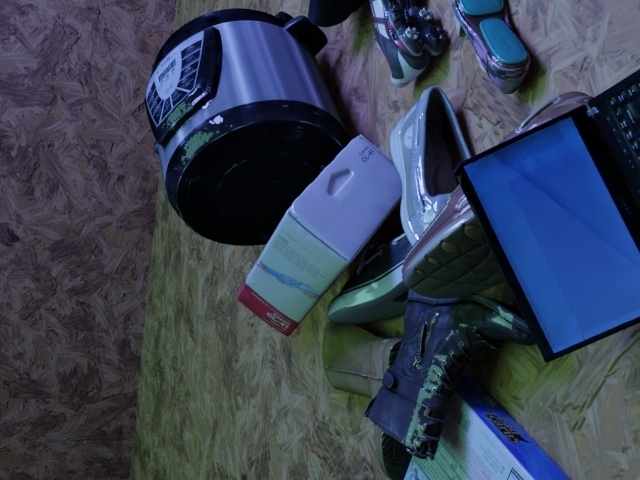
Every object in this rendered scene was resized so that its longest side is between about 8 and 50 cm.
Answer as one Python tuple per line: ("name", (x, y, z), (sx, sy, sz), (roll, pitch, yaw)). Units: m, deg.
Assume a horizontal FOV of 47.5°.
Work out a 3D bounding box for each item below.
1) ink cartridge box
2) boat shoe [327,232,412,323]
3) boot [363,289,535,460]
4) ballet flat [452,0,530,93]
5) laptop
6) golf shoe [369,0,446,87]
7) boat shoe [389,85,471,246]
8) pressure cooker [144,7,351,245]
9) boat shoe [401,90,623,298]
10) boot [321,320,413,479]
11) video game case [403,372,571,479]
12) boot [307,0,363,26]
("ink cartridge box", (0.000, 0.000, 1.246), (0.226, 0.131, 0.306), (-50, -1, -35))
("boat shoe", (0.109, 0.051, 1.180), (0.306, 0.113, 0.105), (-42, 45, 52))
("boot", (0.173, 0.183, 0.978), (0.263, 0.091, 0.229), (8, 79, 59))
("ballet flat", (0.229, -0.293, 1.015), (0.079, 0.077, 0.221), (97, 162, -58))
("laptop", (0.297, -0.034, 0.695), (0.264, 0.136, 0.234), (-35, 79, 59))
("golf shoe", (0.116, -0.386, 1.212), (0.120, 0.105, 0.273), (121, 143, -56))
("boat shoe", (0.180, -0.079, 1.041), (0.103, 0.118, 0.320), (117, 151, -49))
("pressure cooker", (-0.157, -0.244, 1.460), (0.375, 0.369, 0.420), (97, 160, -50))
("boat shoe", (0.227, -0.051, 0.891), (0.324, 0.123, 0.116), (-41, 32, 23))
("boot", (0.086, 0.262, 1.253), (0.269, 0.089, 0.236), (176, 99, -67))
("video game case", (0.217, 0.358, 0.987), (0.269, 0.061, 0.244), (49, 129, 55))
("boot", (0.060, -0.524, 1.314), (0.094, 0.246, 0.207), (37, 165, 15))
